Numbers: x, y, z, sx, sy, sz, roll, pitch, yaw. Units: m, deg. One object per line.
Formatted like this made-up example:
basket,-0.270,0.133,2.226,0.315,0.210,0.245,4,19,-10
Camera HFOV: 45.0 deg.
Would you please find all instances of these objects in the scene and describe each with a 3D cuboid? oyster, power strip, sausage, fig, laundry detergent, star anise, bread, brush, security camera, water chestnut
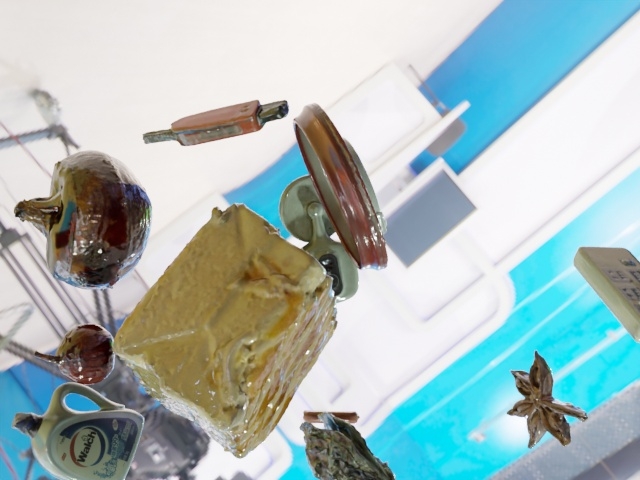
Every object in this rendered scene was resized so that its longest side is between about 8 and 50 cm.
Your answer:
oyster,0.081,0.528,1.706,0.158,0.351,0.162,-34,155,-1
power strip,0.571,0.093,1.419,0.117,0.270,0.046,-1,124,-15
sausage,0.027,0.447,1.952,0.147,0.030,0.035,-2,179,12
fig,-0.495,0.227,1.601,0.128,0.128,0.150,-40,132,3
laundry detergent,-0.566,0.444,1.784,0.105,0.280,0.215,-28,-142,50
star anise,0.476,0.355,1.664,0.063,0.208,0.172,2,130,-35
bread,-0.158,0.180,1.490,0.390,0.279,0.371,-56,163,-23
brush,-0.210,-0.226,1.529,0.323,0.051,0.070,-7,-140,20
security camera,0.000,0.000,1.760,0.157,0.302,0.080,-13,-171,-11
water chestnut,-0.568,-0.047,1.833,0.302,0.351,0.350,1,149,-30

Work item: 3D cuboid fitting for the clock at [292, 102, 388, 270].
clock,0.045,-0.094,1.358,0.080,0.319,0.318,-24,171,-3
